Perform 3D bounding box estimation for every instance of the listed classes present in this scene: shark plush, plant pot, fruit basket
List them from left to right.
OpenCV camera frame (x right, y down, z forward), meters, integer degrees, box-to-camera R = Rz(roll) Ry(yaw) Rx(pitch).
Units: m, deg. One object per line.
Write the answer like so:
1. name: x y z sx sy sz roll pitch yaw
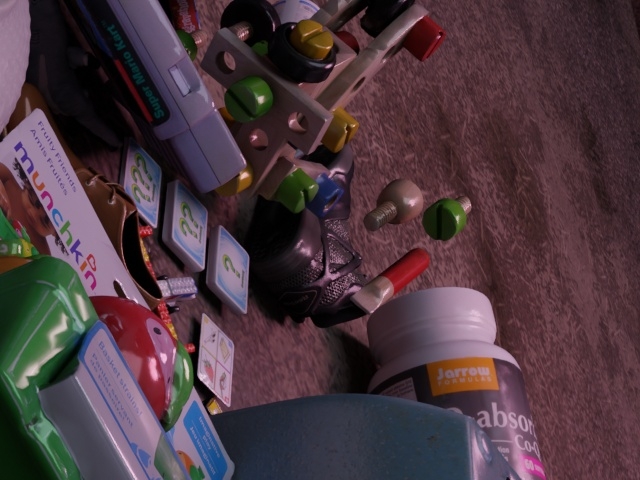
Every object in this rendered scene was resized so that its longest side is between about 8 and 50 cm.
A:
1. shark plush: -0.207 -0.134 1.546 0.161 0.067 0.073 64 21 -14
2. fruit basket: -0.155 0.101 1.302 0.327 0.165 0.353 63 24 -15
3. plant pot: 0.043 0.264 1.531 0.248 0.252 0.247 52 26 -40

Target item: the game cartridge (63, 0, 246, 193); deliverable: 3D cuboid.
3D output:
1. game cartridge: -0.185 -0.212 1.552 0.355 0.068 0.230 61 -3 -20

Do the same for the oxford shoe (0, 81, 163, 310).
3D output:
1. oxford shoe: -0.183 -0.034 1.504 0.212 0.076 0.076 64 23 -9

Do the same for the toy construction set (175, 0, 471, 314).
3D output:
1. toy construction set: -0.012 -0.078 1.704 0.309 0.257 0.237 61 31 -4

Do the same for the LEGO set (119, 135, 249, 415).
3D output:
1. LEGO set: -0.107 0.039 1.653 0.182 0.060 0.244 48 29 -36

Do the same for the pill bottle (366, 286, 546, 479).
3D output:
1. pill bottle: 0.133 0.198 1.946 0.162 0.162 0.278 35 39 -56

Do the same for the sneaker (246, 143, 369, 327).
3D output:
1. sneaker: 0.000 0.000 1.917 0.130 0.087 0.227 60 25 -28

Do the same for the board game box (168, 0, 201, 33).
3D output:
1. board game box: -0.157 -0.345 1.858 0.145 0.027 0.281 80 -3 -68

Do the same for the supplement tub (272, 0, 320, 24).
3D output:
1. supplement tub: -0.032 -0.203 2.046 0.071 0.071 0.107 58 24 -27

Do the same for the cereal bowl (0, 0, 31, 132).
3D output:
1. cereal bowl: -0.296 -0.198 1.285 0.339 0.141 0.339 52 26 -40
